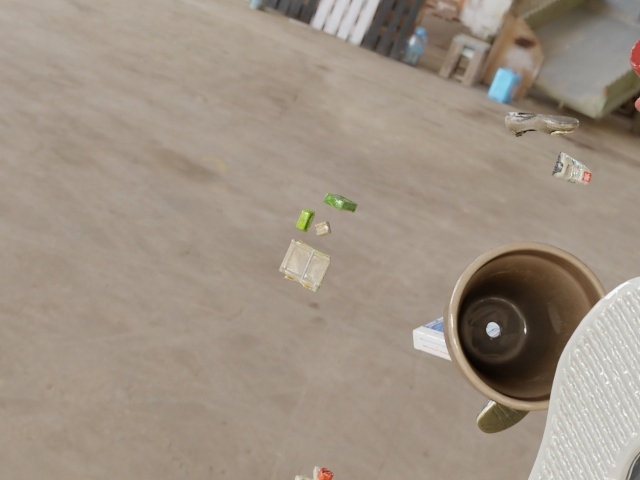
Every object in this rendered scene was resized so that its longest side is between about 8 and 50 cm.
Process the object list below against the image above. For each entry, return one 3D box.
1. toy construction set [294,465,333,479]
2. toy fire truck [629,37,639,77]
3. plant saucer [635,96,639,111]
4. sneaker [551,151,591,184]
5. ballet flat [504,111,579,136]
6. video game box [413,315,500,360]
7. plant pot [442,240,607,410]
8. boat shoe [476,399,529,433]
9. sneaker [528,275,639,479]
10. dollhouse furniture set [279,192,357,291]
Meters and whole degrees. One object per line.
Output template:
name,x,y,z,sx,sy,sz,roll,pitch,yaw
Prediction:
toy construction set,-0.011,0.612,1.839,0.151,0.328,0.215,12,7,14
toy fire truck,0.652,-0.313,1.499,0.253,0.302,0.169,-10,-43,47
plant saucer,0.815,-0.295,1.969,0.047,0.258,0.259,16,36,-50
sneaker,0.547,-0.152,2.055,0.075,0.057,0.161,21,8,18
ballet flat,0.487,-0.252,2.119,0.084,0.058,0.250,1,9,-23
video game box,0.320,0.185,1.898,0.205,0.048,0.187,-21,24,-35
plant pot,0.310,0.144,1.560,0.262,0.263,0.229,19,-10,-4
boat shoe,0.421,0.322,2.039,0.080,0.223,0.073,45,6,-24
sneaker,0.298,0.172,0.953,0.126,0.321,0.127,33,25,32
dollhouse furniture set,0.000,0.000,1.496,0.076,0.152,0.058,26,7,21
